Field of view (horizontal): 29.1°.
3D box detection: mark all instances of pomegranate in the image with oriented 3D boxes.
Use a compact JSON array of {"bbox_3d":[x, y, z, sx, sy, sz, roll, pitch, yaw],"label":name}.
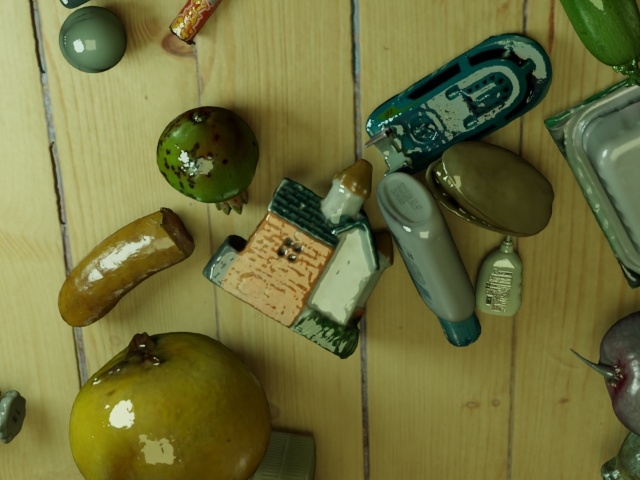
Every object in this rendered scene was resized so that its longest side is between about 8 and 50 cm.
[{"bbox_3d":[-0.168,-0.119,1.927,0.159,0.159,0.205,-11,138,12],"label":"pomegranate"}]

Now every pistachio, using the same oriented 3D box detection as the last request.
[{"bbox_3d":[0.261,-0.078,1.882,0.226,0.136,0.136,20,118,-28],"label":"pistachio"}]

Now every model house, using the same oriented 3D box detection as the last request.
[{"bbox_3d":[0.000,0.000,1.961,0.271,0.190,0.301,31,99,-3],"label":"model house"}]

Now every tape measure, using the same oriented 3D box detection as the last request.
[{"bbox_3d":[-0.066,0.495,2.143,0.133,0.231,0.271,9,115,1],"label":"tape measure"}]

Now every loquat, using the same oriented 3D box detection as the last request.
[{"bbox_3d":[-0.234,0.323,2.033,0.328,0.328,0.359,-16,107,14],"label":"loquat"}]

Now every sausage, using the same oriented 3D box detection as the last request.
[{"bbox_3d":[-0.170,-0.364,1.862,0.145,0.048,0.050,-49,63,22],"label":"sausage"},{"bbox_3d":[-0.334,0.049,2.044,0.270,0.109,0.109,-36,105,20],"label":"sausage"}]

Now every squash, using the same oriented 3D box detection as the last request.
[{"bbox_3d":[0.376,-0.380,1.755,0.101,0.101,0.379,-24,111,17],"label":"squash"}]

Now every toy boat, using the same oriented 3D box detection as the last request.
[{"bbox_3d":[0.212,-0.198,1.867,0.299,0.092,0.134,-30,104,20],"label":"toy boat"}]

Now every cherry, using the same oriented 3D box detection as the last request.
[{"bbox_3d":[0.545,0.212,1.951,0.266,0.213,0.183,-10,151,3],"label":"cherry"}]

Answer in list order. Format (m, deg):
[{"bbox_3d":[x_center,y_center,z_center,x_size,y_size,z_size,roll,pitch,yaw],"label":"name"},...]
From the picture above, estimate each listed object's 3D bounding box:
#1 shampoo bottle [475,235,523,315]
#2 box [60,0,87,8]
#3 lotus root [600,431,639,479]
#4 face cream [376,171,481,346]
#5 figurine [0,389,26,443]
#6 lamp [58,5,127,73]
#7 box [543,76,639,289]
[{"bbox_3d":[0.293,0.045,1.991,0.077,0.045,0.152,7,117,6],"label":"shampoo bottle"},{"bbox_3d":[-0.322,-0.460,1.833,0.230,0.050,0.160,-24,110,17],"label":"box"},{"bbox_3d":[0.629,0.348,2.017,0.349,0.175,0.175,-11,113,15],"label":"lotus root"},{"bbox_3d":[0.181,0.047,1.927,0.080,0.163,0.337,-30,133,-2],"label":"face cream"},{"bbox_3d":[-0.720,0.281,2.185,0.387,0.166,0.207,9,159,7],"label":"figurine"},{"bbox_3d":[-0.345,-0.305,1.879,0.105,0.105,0.105,3,115,6],"label":"lamp"},{"bbox_3d":[0.529,-0.088,1.867,0.264,0.106,0.337,-26,108,18],"label":"box"}]
